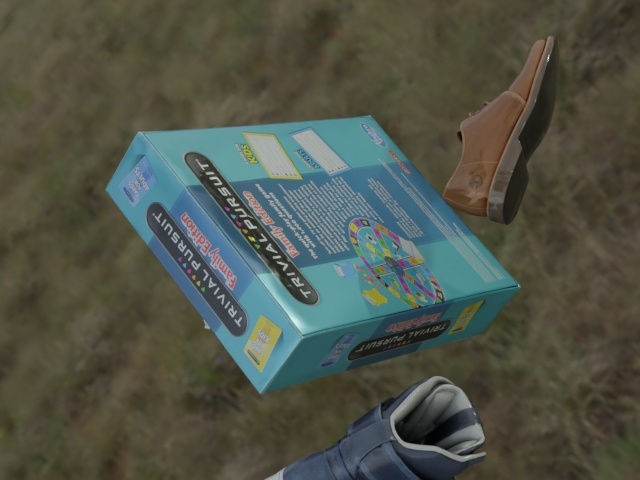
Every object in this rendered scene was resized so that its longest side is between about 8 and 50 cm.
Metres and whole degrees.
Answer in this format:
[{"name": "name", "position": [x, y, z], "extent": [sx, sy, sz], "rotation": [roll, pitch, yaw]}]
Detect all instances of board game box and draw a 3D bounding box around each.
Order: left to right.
[{"name": "board game box", "position": [0.000, 0.000, 1.434], "extent": [0.336, 0.254, 0.079], "rotation": [-9, -38, -49]}]

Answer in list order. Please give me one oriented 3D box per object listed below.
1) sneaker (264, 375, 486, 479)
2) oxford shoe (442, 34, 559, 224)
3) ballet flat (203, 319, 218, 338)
[{"name": "sneaker", "position": [0.079, 0.192, 1.198], "extent": [0.163, 0.226, 0.086], "rotation": [-38, 57, 17]}, {"name": "oxford shoe", "position": [0.170, -0.113, 1.392], "extent": [0.076, 0.076, 0.212], "rotation": [13, 56, 24]}, {"name": "ballet flat", "position": [-0.106, 0.046, 1.538], "extent": [0.074, 0.074, 0.203], "rotation": [-48, 31, 8]}]
